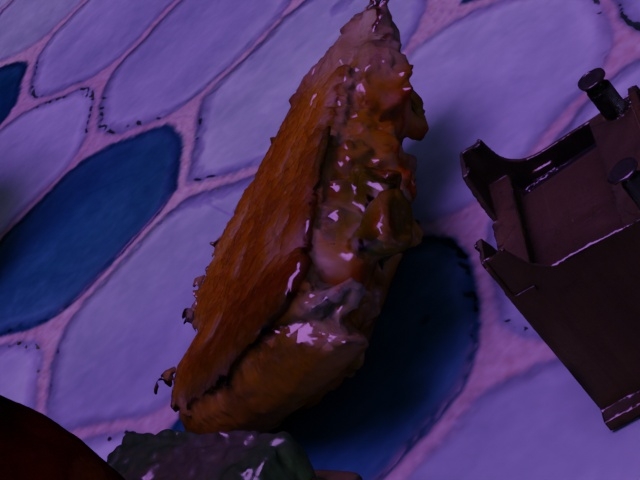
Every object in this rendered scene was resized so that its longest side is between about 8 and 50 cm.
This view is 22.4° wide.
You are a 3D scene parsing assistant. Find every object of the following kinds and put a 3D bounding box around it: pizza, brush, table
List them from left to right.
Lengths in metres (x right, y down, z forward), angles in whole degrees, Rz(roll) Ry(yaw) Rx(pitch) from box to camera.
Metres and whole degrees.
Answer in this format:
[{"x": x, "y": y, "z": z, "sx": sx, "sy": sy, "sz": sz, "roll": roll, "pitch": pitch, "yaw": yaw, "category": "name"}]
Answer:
[{"x": -0.093, "y": 0.111, "z": 0.687, "sx": 0.282, "sy": 0.048, "sz": 0.054, "roll": -9, "pitch": 39, "yaw": 49, "category": "brush"}, {"x": 0.000, "y": 0.000, "z": 0.709, "sx": 0.147, "sy": 0.069, "sz": 0.226, "roll": -51, "pitch": 16, "yaw": 32, "category": "pizza"}, {"x": 0.101, "y": -0.002, "z": 0.553, "sx": 0.070, "sy": 0.082, "sz": 0.083, "roll": -32, "pitch": 29, "yaw": 19, "category": "table"}]

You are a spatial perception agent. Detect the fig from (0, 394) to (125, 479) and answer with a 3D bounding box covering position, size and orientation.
[{"x": -0.173, "y": 0.160, "z": 0.582, "sx": 0.249, "sy": 0.186, "sz": 0.204, "roll": -21, "pitch": 51, "yaw": 48, "category": "fig"}]
